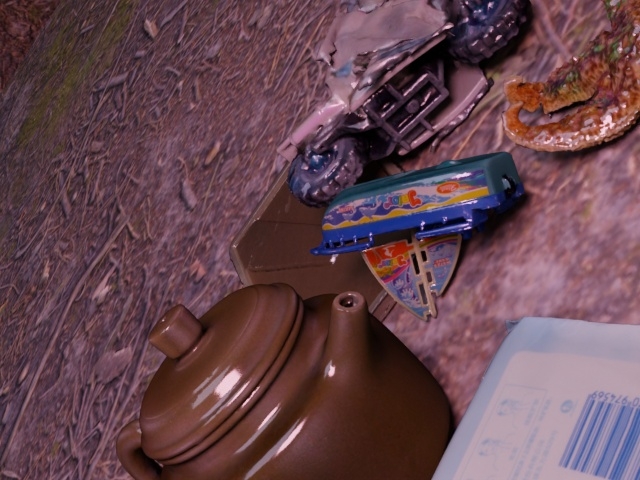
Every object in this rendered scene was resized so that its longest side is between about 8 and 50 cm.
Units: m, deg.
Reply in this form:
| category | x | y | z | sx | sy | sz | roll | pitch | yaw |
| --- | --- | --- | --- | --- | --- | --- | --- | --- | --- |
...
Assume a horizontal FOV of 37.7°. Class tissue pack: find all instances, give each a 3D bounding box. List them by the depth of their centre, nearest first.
| category | x | y | z | sx | sy | sz | roll | pitch | yaw |
| --- | --- | --- | --- | --- | --- | --- | --- | --- | --- |
| tissue pack | 0.112 | 0.167 | 0.423 | 0.177 | 0.089 | 0.263 | -3 | 55 | 58 |

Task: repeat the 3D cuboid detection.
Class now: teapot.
| category | x | y | z | sx | sy | sz | roll | pitch | yaw |
| --- | --- | --- | --- | --- | --- | --- | --- | --- | --- |
| teapot | -0.046 | 0.113 | 0.619 | 0.268 | 0.175 | 0.185 | -34 | 19 | 35 |

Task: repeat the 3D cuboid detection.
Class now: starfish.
| category | x | y | z | sx | sy | sz | roll | pitch | yaw |
| --- | --- | --- | --- | --- | --- | --- | --- | --- | --- |
| starfish | 0.209 | -0.121 | 0.590 | 0.210 | 0.053 | 0.150 | -39 | 49 | 29 |

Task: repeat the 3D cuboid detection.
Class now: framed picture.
| category | x | y | z | sx | sy | sz | roll | pitch | yaw |
| --- | --- | --- | --- | --- | --- | --- | --- | --- | --- |
| framed picture | 0.000 | 0.000 | 0.841 | 0.209 | 0.019 | 0.281 | -54 | 30 | 17 |

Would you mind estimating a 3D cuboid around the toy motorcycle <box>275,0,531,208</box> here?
| category | x | y | z | sx | sy | sz | roll | pitch | yaw |
| --- | --- | --- | --- | --- | --- | --- | --- | --- | --- |
| toy motorcycle | 0.051 | -0.152 | 0.800 | 0.239 | 0.108 | 0.204 | -30 | 40 | 5 |

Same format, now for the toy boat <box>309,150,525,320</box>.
| category | x | y | z | sx | sy | sz | roll | pitch | yaw |
| --- | --- | --- | --- | --- | --- | --- | --- | --- | --- |
| toy boat | 0.064 | 0.005 | 0.668 | 0.175 | 0.091 | 0.110 | -11 | 97 | 36 |
